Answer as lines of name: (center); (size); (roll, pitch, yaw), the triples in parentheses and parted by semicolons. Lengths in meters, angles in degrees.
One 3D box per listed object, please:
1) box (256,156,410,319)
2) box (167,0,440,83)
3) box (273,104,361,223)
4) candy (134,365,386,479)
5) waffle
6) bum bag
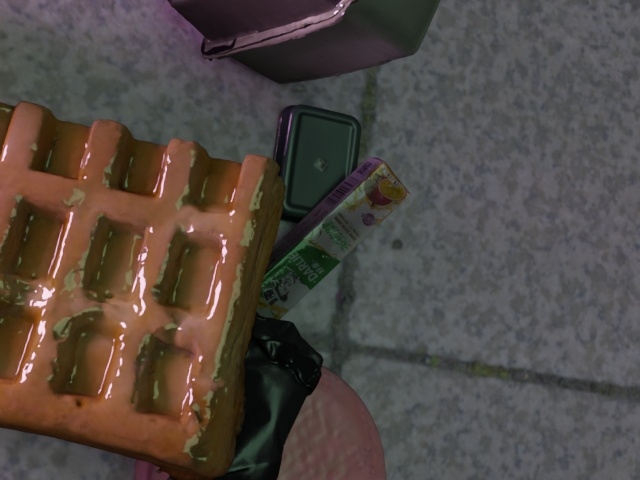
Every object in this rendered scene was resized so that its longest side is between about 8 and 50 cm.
box: (0.000, 0.000, 1.134); (0.207, 0.041, 0.050); (-43, 112, -7)
box: (-0.006, -0.274, 1.055); (0.166, 0.291, 0.220); (30, 74, -30)
box: (-0.004, -0.079, 1.170); (0.091, 0.031, 0.126); (12, 82, -21)
candy: (-0.061, 0.223, 1.082); (0.255, 0.094, 0.255); (2, 84, -22)
waffle: (-0.219, 0.037, 0.980); (0.348, 0.077, 0.304); (12, 74, 1)
bum bag: (-0.061, 0.165, 1.008); (0.087, 0.049, 0.197); (25, 77, -13)
